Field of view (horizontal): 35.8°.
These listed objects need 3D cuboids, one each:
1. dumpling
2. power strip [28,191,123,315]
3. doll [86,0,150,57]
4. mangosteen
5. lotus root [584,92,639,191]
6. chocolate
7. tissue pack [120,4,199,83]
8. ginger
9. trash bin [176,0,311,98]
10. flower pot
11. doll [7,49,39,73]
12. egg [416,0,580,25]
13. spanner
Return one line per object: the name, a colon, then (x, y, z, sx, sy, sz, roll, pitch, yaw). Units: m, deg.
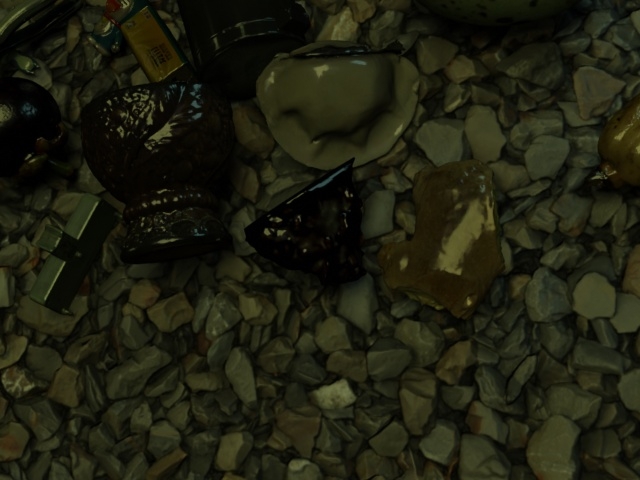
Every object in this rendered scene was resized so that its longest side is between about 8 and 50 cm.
dumpling: (0.038, -0.244, 1.695, 0.292, 0.163, 0.205, -1, 72, -12)
power strip: (-0.440, 0.018, 1.740, 0.061, 0.145, 0.216, 22, 80, 18)
doll: (-0.380, -0.423, 1.891, 0.152, 0.085, 0.114, -48, 51, 7)
mangosteen: (-0.551, -0.186, 1.816, 0.194, 0.194, 0.230, -40, 96, -2)
lotus root: (0.518, -0.155, 1.602, 0.221, 0.118, 0.125, -50, 38, -2)
chocolate: (0.000, 0.000, 1.648, 0.224, 0.206, 0.177, -35, 94, -38)
tissue pack: (-0.286, -0.326, 1.810, 0.082, 0.120, 0.169, -32, 61, 0)
ginger: (0.199, -0.004, 1.621, 0.221, 0.130, 0.276, -18, 65, 16)
trash bin: (-0.155, -0.436, 1.783, 0.252, 0.203, 0.302, -35, 64, 37)
flower pot: (-0.265, -0.106, 1.690, 0.266, 0.266, 0.267, -10, 82, 9)
doll: (-0.604, -0.361, 1.948, 0.125, 0.027, 0.037, 29, 74, 18)
egg: (0.295, -0.504, 1.664, 0.379, 0.287, 0.288, 10, 76, 2)
spanner: (-0.598, -0.391, 1.894, 0.325, 0.096, 0.040, -39, 70, -12)
